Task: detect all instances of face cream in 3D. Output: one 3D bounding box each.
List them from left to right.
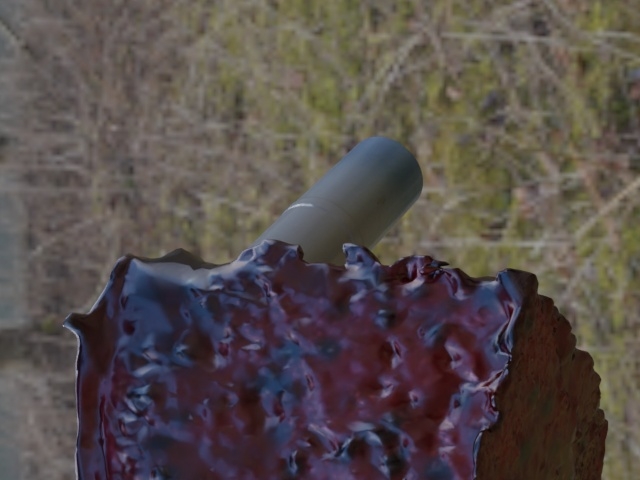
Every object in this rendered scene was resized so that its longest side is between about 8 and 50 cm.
[{"bbox_3d":[0.000,0.000,1.217,0.250,0.077,0.077,-46,-21,-46],"label":"face cream"}]

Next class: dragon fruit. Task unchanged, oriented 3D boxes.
[{"bbox_3d":[-0.006,0.188,0.842,0.228,0.286,0.329,55,-136,-59],"label":"dragon fruit"}]
